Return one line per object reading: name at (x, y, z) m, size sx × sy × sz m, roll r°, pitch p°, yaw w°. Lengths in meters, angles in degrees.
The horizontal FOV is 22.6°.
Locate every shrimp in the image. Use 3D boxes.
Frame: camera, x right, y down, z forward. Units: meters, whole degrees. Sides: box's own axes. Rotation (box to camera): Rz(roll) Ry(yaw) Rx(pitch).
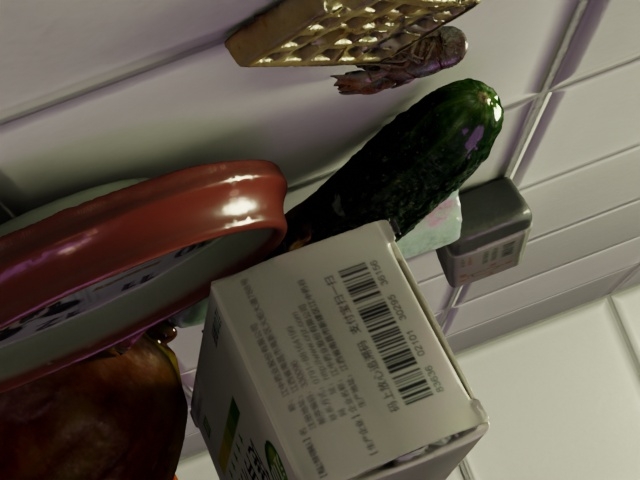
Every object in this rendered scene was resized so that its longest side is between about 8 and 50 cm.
shrimp at (0.042, -0.105, 0.958) m, size 0.092 × 0.029 × 0.038 m, roll -23°, pitch 171°, yaw 31°

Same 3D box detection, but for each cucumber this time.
cucumber at (0.064, -0.051, 1.163) m, size 0.074 × 0.074 × 0.241 m, roll -15°, pitch 165°, yaw -31°

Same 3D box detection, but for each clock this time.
clock at (-0.168, 0.022, 1.059) m, size 0.318 × 0.080 × 0.318 m, roll -26°, pitch 173°, yaw -4°

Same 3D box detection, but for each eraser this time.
eraser at (0.163, -0.004, 1.638) m, size 0.089 × 0.061 × 0.352 m, roll -20°, pitch 170°, yaw 1°

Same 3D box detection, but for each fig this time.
fig at (-0.217, 0.162, 1.310) m, size 0.224 × 0.224 × 0.263 m, roll -28°, pitch 174°, yaw 33°

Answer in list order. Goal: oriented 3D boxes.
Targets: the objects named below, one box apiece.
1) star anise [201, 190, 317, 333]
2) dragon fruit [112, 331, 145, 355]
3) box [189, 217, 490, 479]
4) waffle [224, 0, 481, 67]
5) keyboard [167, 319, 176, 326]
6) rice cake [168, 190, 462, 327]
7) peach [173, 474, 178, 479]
star anise at (-0.019, 0.016, 1.305) m, size 0.157 × 0.053 × 0.212 m, roll -20°, pitch 145°, yaw -35°
dragon fruit at (-0.130, 0.019, 1.244) m, size 0.131 × 0.063 × 0.097 m, roll -43°, pitch -173°, yaw 45°
box at (0.003, 0.133, 1.225) m, size 0.145 × 0.173 × 0.333 m, roll -21°, pitch 162°, yaw -16°
waffle at (0.021, -0.120, 0.863) m, size 0.092 × 0.021 × 0.135 m, roll -27°, pitch 169°, yaw 36°
keyboard at (-0.063, 0.049, 1.567) m, size 0.231 × 0.023 × 0.072 m, roll -15°, pitch 166°, yaw -33°
rice cake at (-0.001, 0.002, 1.396) m, size 0.290 × 0.051 × 0.081 m, roll -18°, pitch 136°, yaw -21°
peach at (-0.308, 0.370, 2.043) m, size 0.289 × 0.289 × 0.308 m, roll -13°, pitch 173°, yaw -38°
